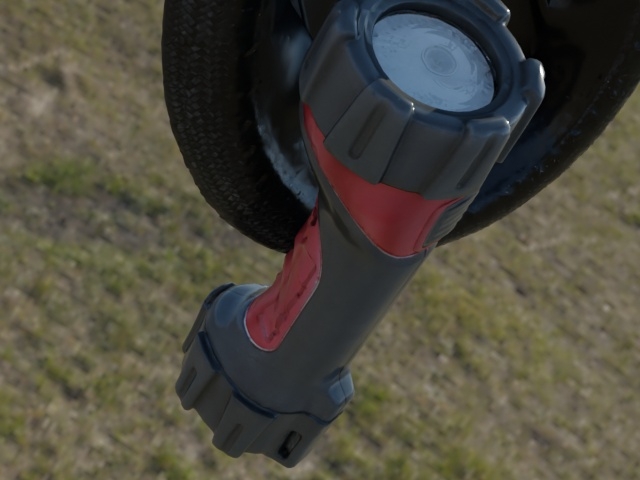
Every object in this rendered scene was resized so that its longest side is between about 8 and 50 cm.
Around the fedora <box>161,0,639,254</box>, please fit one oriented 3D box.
[{"bbox_3d":[0.037,-0.152,0.788,0.334,0.334,0.152,14,31,-41],"label":"fedora"}]

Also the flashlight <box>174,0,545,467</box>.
[{"bbox_3d":[0.000,0.000,0.758,0.103,0.304,0.103,13,53,-17],"label":"flashlight"}]
